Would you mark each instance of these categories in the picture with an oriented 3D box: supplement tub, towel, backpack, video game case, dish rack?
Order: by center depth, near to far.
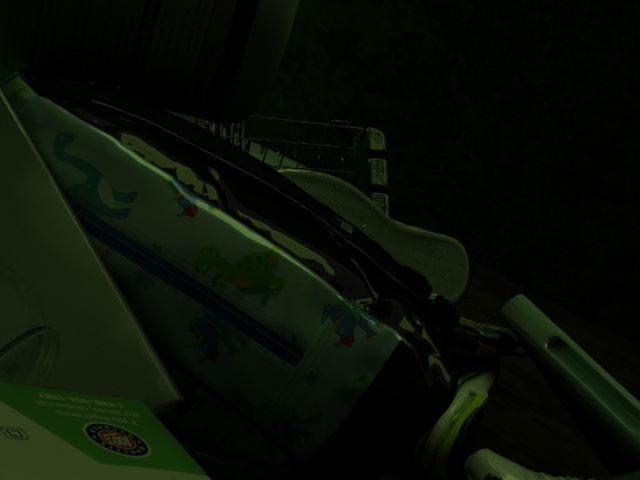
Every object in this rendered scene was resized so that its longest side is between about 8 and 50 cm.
[{"bbox_3d":[-0.111,0.021,0.772,0.355,0.273,0.290,46,5,-14],"label":"backpack"},{"bbox_3d":[-0.181,-0.234,0.834,0.316,0.228,0.228,13,12,-14],"label":"supplement tub"},{"bbox_3d":[0.329,0.231,1.052,0.329,0.036,0.300,51,0,-36],"label":"video game case"},{"bbox_3d":[0.048,0.074,1.202,0.370,0.040,0.271,12,0,26],"label":"towel"},{"bbox_3d":[-0.040,-0.060,1.308,0.271,0.208,0.074,5,-29,-11],"label":"dish rack"}]

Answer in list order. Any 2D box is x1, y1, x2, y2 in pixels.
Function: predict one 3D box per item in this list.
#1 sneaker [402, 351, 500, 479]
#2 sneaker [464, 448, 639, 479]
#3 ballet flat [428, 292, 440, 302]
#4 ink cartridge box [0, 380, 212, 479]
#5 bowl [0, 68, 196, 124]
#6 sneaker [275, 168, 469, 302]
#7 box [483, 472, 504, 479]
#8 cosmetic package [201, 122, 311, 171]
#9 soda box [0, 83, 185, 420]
[{"bbox_3d":[0.107,0.154,1.077,0.121,0.111,0.300,26,6,9],"label":"sneaker"},{"bbox_3d":[0.240,0.240,0.936,0.232,0.115,0.090,32,9,22],"label":"sneaker"},{"bbox_3d":[0.035,0.100,0.988,0.070,0.188,0.070,159,-90,-82],"label":"ballet flat"},{"bbox_3d":[-0.087,0.161,0.338,0.201,0.117,0.278,19,13,-48],"label":"ink cartridge box"},{"bbox_3d":[-0.255,-0.118,1.088,0.311,0.163,0.311,-11,11,2],"label":"bowl"},{"bbox_3d":[0.000,0.000,1.097,0.292,0.108,0.169,24,-9,-41],"label":"sneaker"},{"bbox_3d":[0.184,0.262,0.754,0.147,0.077,0.180,26,9,-9],"label":"box"},{"bbox_3d":[-0.104,-0.052,1.461,0.184,0.151,0.151,23,10,-24],"label":"cosmetic package"},{"bbox_3d":[-0.189,-0.006,0.598,0.286,0.098,0.091,59,-10,5],"label":"soda box"}]
